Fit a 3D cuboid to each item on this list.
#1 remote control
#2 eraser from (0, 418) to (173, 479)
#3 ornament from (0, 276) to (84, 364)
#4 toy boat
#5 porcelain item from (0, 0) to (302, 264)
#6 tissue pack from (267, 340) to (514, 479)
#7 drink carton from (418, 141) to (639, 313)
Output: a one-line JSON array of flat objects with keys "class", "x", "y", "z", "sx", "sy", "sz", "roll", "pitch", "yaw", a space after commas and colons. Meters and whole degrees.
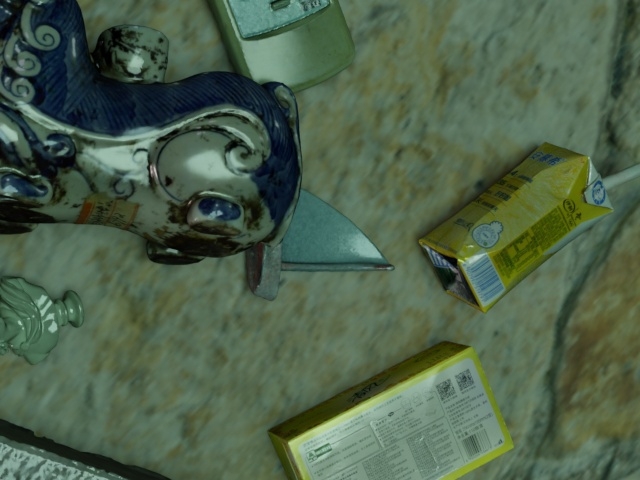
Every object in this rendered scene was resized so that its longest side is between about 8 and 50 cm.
[{"class": "remote control", "x": -0.052, "y": -0.227, "z": 1.210, "sx": 0.098, "sy": 0.038, "sz": 0.233, "roll": -24, "pitch": 101, "yaw": -17}, {"class": "eraser", "x": -0.203, "y": 0.210, "z": 1.169, "sx": 0.353, "sy": 0.077, "sz": 0.111, "roll": 23, "pitch": 86, "yaw": -20}, {"class": "ornament", "x": -0.226, "y": 0.063, "z": 1.170, "sx": 0.092, "sy": 0.041, "sz": 0.068, "roll": -45, "pitch": 113, "yaw": -21}, {"class": "toy boat", "x": 0.001, "y": 0.000, "z": 1.255, "sx": 0.122, "sy": 0.034, "sz": 0.096, "roll": 0, "pitch": 94, "yaw": -28}, {"class": "porcelain item", "x": -0.151, "y": -0.088, "z": 1.148, "sx": 0.288, "sy": 0.138, "sz": 0.186, "roll": 9, "pitch": 74, "yaw": -16}, {"class": "tissue pack", "x": 0.057, "y": 0.162, "z": 1.266, "sx": 0.176, "sy": 0.062, "sz": 0.095, "roll": -26, "pitch": 100, "yaw": -15}, {"class": "drink carton", "x": 0.183, "y": -0.027, "z": 1.287, "sx": 0.200, "sy": 0.084, "sz": 0.074, "roll": -38, "pitch": 116, "yaw": -14}]
